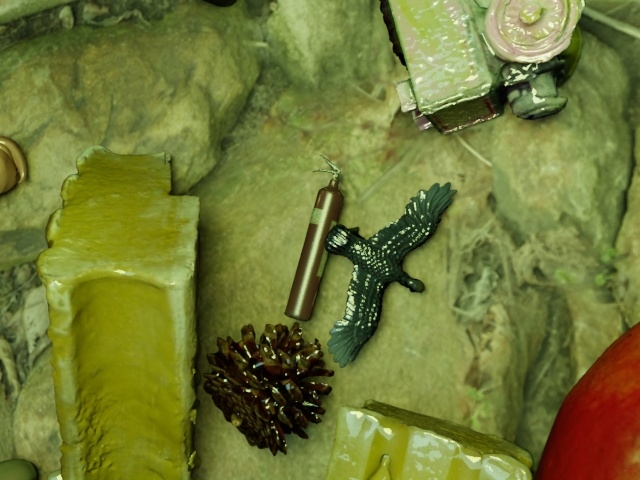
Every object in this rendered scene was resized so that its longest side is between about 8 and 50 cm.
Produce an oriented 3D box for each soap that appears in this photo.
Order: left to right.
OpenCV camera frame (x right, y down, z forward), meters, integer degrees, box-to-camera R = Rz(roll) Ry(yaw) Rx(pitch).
[{"bbox_3d":[-0.214,0.106,0.826,0.169,0.304,0.339,1,119,-9],"label":"soap"},{"bbox_3d":[0.083,0.332,0.727,0.199,0.091,0.315,13,91,18],"label":"soap"}]

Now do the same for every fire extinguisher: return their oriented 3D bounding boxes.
[{"bbox_3d":[0.000,0.000,0.791,0.035,0.049,0.173,14,88,38],"label":"fire extinguisher"}]

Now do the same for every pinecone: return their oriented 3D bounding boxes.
[{"bbox_3d":[-0.051,0.144,0.764,0.120,0.140,0.140,-36,74,-25],"label":"pinecone"}]

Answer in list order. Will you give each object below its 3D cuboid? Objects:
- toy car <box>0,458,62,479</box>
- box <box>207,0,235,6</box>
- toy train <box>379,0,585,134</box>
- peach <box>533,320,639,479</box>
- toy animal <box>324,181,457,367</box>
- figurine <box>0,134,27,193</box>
[{"bbox_3d":[-0.370,0.362,0.747,0.226,0.336,0.242,-25,80,14],"label":"toy car"},{"bbox_3d":[-0.125,-0.462,0.831,0.211,0.058,0.350,29,104,15],"label":"box"},{"bbox_3d":[0.145,-0.233,0.710,0.177,0.134,0.261,-16,82,17],"label":"toy train"},{"bbox_3d":[0.324,0.188,0.569,0.281,0.281,0.338,43,92,16],"label":"peach"},{"bbox_3d":[0.058,0.023,0.764,0.108,0.062,0.220,35,92,17],"label":"toy animal"},{"bbox_3d":[-0.446,-0.082,0.925,0.156,0.126,0.114,1,126,-16],"label":"figurine"}]
